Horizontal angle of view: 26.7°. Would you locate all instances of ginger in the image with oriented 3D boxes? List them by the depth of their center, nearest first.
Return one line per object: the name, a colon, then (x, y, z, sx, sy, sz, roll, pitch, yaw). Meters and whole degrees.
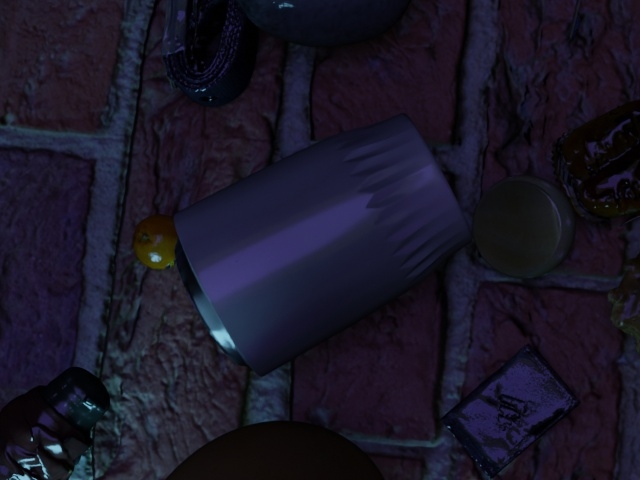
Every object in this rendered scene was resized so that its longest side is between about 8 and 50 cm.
ginger: (0.445, 0.062, 1.824, 0.115, 0.081, 0.206, 8, 82, 7)

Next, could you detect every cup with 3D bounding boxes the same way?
cup: (0.000, 0.000, 1.843, 0.371, 0.253, 0.253, -28, 75, 1)

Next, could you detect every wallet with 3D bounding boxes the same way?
wallet: (0.261, 0.234, 1.854, 0.166, 0.030, 0.111, -40, 70, 0)

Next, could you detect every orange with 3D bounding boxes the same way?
orange: (-0.236, 0.001, 1.973, 0.083, 0.083, 0.084, -2, 78, 11)

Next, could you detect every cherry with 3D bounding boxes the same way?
cherry: (0.009, -0.401, 1.922, 0.296, 0.218, 0.255, -21, 113, -14)

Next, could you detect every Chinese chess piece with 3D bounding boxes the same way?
Chinese chess piece: (0.281, -0.019, 1.864, 0.144, 0.058, 0.144, 4, 97, 30)

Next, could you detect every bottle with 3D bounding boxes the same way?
bottle: (-0.412, 0.294, 1.921, 0.271, 0.143, 0.156, -44, 35, 3)

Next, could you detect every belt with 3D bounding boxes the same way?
belt: (-0.169, -0.321, 2.000, 0.139, 0.126, 0.231, 0, 80, 9)

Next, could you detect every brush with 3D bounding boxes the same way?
brush: (0.372, -0.329, 1.951, 0.013, 0.016, 0.084, 13, 82, 0)

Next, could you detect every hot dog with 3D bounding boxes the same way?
hot dog: (0.455, -0.123, 1.862, 0.270, 0.082, 0.163, -22, 74, 7)

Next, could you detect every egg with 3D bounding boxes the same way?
egg: (-0.081, 0.398, 1.742, 0.374, 0.301, 0.301, -32, 74, -12)
